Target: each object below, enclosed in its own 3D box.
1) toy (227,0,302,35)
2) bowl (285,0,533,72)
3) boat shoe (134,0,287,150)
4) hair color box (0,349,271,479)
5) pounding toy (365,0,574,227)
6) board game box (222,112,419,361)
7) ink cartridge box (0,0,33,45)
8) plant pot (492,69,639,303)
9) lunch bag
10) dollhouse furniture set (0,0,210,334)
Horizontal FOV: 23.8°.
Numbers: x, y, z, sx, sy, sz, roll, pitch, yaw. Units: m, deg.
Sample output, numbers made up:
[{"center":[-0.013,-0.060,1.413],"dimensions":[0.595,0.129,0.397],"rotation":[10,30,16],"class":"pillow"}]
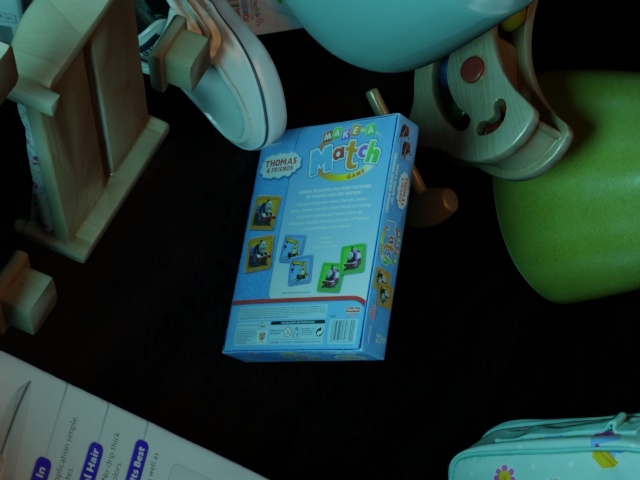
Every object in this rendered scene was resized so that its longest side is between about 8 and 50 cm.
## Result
[{"center":[-0.024,-0.266,1.411],"dimensions":[0.237,0.056,0.137],"rotation":[-17,103,-43],"class":"toy"},{"center":[0.111,-0.309,1.373],"dimensions":[0.311,0.163,0.311],"rotation":[-3,96,-39],"class":"bowl"},{"center":[-0.124,-0.178,1.261],"dimensions":[0.088,0.096,0.267],"rotation":[-45,118,-37],"class":"boat shoe"},{"center":[-0.176,0.226,1.149],"dimensions":[0.339,0.110,0.185],"rotation":[35,62,-43],"class":"hair color box"},{"center":[0.152,-0.150,1.523],"dimensions":[0.155,0.154,0.269],"rotation":[20,71,-46],"class":"pounding toy"},{"center":[0.000,0.000,1.331],"dimensions":[0.039,0.160,0.211],"rotation":[26,68,-45],"class":"board game box"},{"center":[-0.216,-0.282,1.059],"dimensions":[0.060,0.275,0.239],"rotation":[10,75,-4],"class":"ink cartridge box"},{"center":[0.388,-0.072,1.678],"dimensions":[0.275,0.293,0.274],"rotation":[6,81,-48],"class":"plant pot"},{"center":[0.272,0.281,1.521],"dimensions":[0.108,0.279,0.224],"rotation":[-18,98,-52],"class":"lunch bag"},{"center":[-0.231,-0.121,1.024],"dimensions":[0.303,0.174,0.355],"rotation":[94,21,-57],"class":"dollhouse furniture set"}]
